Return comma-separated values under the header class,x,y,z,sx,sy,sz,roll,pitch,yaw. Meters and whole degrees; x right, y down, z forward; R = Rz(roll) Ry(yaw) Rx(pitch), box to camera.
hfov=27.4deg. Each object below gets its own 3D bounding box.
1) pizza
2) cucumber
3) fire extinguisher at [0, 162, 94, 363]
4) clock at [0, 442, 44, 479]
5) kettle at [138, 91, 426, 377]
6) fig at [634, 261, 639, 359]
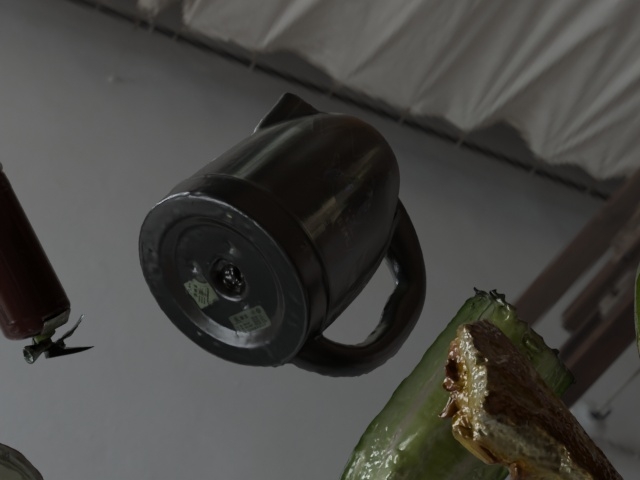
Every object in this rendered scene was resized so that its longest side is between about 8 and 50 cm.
class,x,y,z,sx,sy,sz,roll,pitch,yaw
pizza,0.127,0.122,0.853,0.182,0.062,0.161,52,-171,26
cucumber,0.127,0.218,1.421,0.145,0.325,0.105,43,167,-20
fire extinguisher,-0.374,0.035,1.614,0.105,0.104,0.269,-38,-74,-53
clock,-0.383,0.388,1.492,0.318,0.080,0.319,-7,-90,-69
kettle,0.000,0.000,1.537,0.321,0.228,0.324,51,-135,-6
fig,0.311,0.026,0.874,0.230,0.207,0.207,8,-137,-35
